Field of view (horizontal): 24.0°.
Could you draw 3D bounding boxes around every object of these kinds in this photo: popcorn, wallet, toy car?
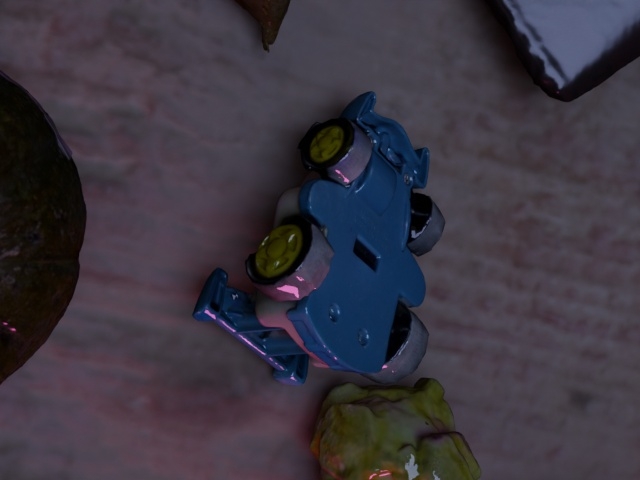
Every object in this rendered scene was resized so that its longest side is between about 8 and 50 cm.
[{"bbox_3d":[0.044,0.136,0.908,0.109,0.089,0.097,31,121,-9],"label":"popcorn"},{"bbox_3d":[0.187,-0.211,0.921,0.229,0.049,0.182,-34,94,-7],"label":"wallet"},{"bbox_3d":[0.000,0.000,0.887,0.126,0.098,0.162,41,52,-43],"label":"toy car"}]

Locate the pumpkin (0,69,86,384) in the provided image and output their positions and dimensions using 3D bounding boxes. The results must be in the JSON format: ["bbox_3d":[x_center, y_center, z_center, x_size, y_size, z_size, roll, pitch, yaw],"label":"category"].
[{"bbox_3d":[-0.249,0.002,0.744,0.260,0.189,0.260,-2,98,-16],"label":"pumpkin"}]

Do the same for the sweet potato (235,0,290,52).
[{"bbox_3d":[-0.064,-0.216,0.847,0.068,0.068,0.226,-33,102,-12],"label":"sweet potato"}]
